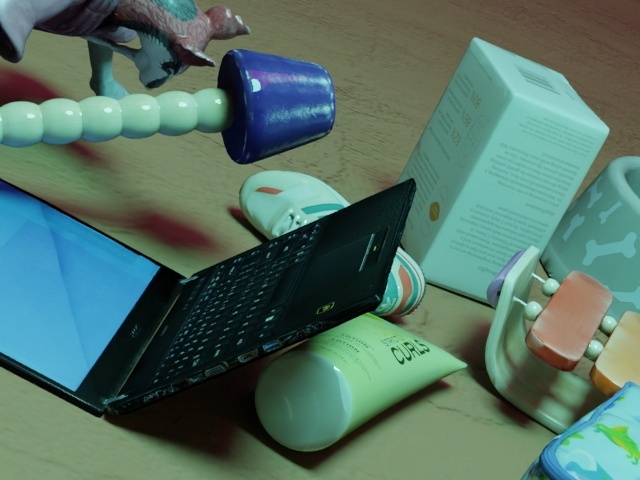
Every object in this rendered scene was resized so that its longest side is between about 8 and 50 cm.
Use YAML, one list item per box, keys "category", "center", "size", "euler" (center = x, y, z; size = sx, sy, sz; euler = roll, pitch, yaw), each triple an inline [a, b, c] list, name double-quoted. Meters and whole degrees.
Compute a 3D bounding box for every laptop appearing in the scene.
- category: "laptop"
  center: [-0.096, -0.005, 1.116]
  size: [0.136, 0.264, 0.234]
  euler: [63, 15, -13]

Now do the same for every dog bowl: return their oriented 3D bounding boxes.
- category: "dog bowl"
  center: [0.371, 0.044, 1.685]
  size: [0.349, 0.102, 0.349]
  euler: [25, 19, -9]

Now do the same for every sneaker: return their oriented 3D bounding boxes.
- category: "sneaker"
  center: [0.000, 0.000, 1.353]
  size: [0.161, 0.057, 0.075]
  euler: [37, 15, 16]

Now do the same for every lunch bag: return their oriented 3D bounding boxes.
- category: "lunch bag"
  center: [0.218, 0.181, 1.156]
  size: [0.176, 0.090, 0.219]
  euler: [38, 22, 18]

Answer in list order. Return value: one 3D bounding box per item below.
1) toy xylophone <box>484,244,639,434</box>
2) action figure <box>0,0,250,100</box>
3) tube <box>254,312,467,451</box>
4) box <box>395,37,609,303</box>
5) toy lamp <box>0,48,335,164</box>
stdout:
- category: "toy xylophone"
  center: [0.258, 0.115, 1.381]
  size: [0.323, 0.081, 0.236]
  euler: [29, 19, 1]
- category: "action figure"
  center: [-0.219, -0.213, 1.314]
  size: [0.370, 0.275, 0.248]
  euler: [17, 12, 8]
- category: "tube"
  center: [0.025, 0.079, 1.197]
  size: [0.070, 0.062, 0.240]
  euler: [66, 19, 2]
- category: "box"
  center: [0.138, -0.054, 1.508]
  size: [0.091, 0.170, 0.130]
  euler: [20, 21, -20]
- category: "toy lamp"
  center: [-0.126, -0.082, 1.211]
  size: [0.275, 0.080, 0.080]
  euler: [-4, 31, -19]
